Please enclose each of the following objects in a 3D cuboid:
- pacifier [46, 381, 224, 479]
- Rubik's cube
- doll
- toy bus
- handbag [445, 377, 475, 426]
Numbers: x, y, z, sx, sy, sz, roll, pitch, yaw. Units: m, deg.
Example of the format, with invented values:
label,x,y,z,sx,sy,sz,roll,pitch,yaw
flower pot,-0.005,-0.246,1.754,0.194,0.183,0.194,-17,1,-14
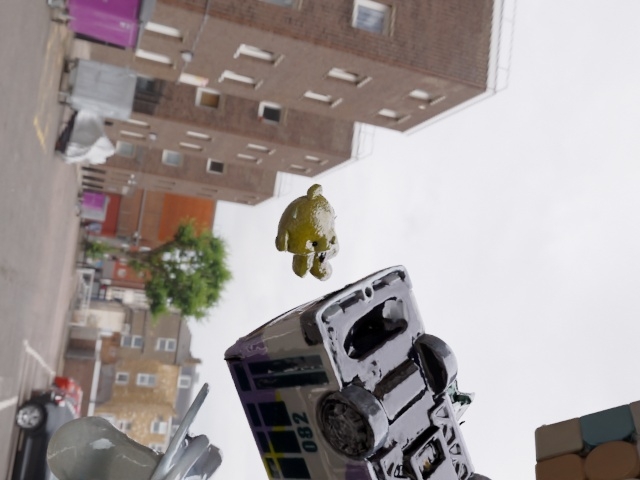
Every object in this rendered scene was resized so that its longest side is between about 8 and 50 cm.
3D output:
label,x,y,z,sx,sy,sz,roll,pitch,yaw
pacifier,-0.246,0.291,0.809,0.279,0.207,0.227,-63,178,8
Rubik's cube,0.685,0.588,1.354,0.346,0.347,0.344,-27,-164,26
doll,0.000,0.000,1.075,0.137,0.097,0.209,-61,152,-12
toy bus,0.056,0.275,0.844,0.249,0.209,0.440,-17,-86,43
handbag,0.168,0.374,1.206,0.089,0.326,0.238,44,-73,25
